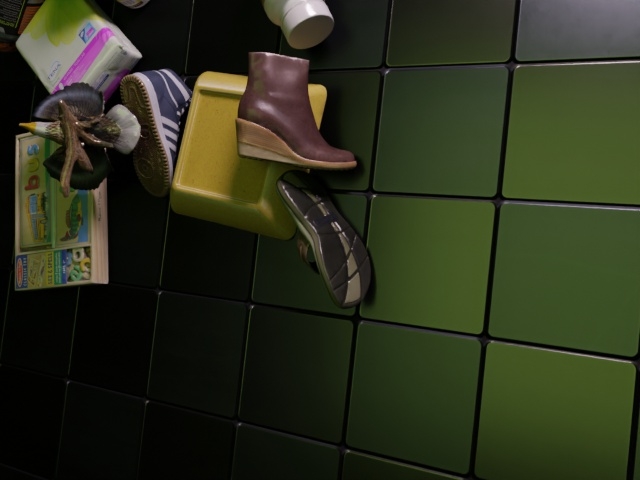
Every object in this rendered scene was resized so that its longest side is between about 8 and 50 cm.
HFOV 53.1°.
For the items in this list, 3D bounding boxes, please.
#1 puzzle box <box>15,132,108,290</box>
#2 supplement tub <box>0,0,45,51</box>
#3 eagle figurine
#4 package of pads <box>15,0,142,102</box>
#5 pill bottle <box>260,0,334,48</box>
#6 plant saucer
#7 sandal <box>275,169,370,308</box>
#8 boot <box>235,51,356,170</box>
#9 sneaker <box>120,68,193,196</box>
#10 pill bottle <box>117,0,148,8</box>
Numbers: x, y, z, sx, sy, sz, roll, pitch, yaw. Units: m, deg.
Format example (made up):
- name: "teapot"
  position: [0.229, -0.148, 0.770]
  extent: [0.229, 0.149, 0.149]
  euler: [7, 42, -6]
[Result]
- name: "puzzle box"
  position: [-0.653, -0.084, 1.600]
  extent: [0.272, 0.052, 0.409]
  euler: [-7, 82, 26]
- name: "supplement tub"
  position: [-0.775, -0.642, 1.599]
  extent: [0.316, 0.193, 0.194]
  euler: [-46, 67, 36]
- name: "eagle figurine"
  position: [-0.542, -0.232, 1.410]
  extent: [0.225, 0.298, 0.226]
  euler: [42, 83, -18]
- name: "package of pads"
  position: [-0.606, -0.467, 1.585]
  extent: [0.229, 0.101, 0.296]
  euler: [-46, 68, 14]
- name: "pill bottle"
  position: [-0.063, -0.515, 1.309]
  extent: [0.131, 0.131, 0.229]
  euler: [-30, 73, 20]
- name: "plant saucer"
  position: [-0.179, -0.195, 1.366]
  extent: [0.332, 0.081, 0.333]
  euler: [13, 91, 26]
- name: "sandal"
  position: [0.001, -0.001, 1.258]
  extent: [0.086, 0.120, 0.303]
  euler: [-48, 63, 45]
- name: "boot"
  position: [-0.036, -0.246, 1.240]
  extent: [0.248, 0.090, 0.207]
  euler: [9, 94, -10]
- name: "sneaker"
  position: [-0.354, -0.250, 1.457]
  extent: [0.099, 0.153, 0.282]
  euler: [7, 119, 24]
- name: "pill bottle"
  position: [-0.489, -0.632, 1.479]
  extent: [0.117, 0.215, 0.117]
  euler: [-3, 84, 25]
